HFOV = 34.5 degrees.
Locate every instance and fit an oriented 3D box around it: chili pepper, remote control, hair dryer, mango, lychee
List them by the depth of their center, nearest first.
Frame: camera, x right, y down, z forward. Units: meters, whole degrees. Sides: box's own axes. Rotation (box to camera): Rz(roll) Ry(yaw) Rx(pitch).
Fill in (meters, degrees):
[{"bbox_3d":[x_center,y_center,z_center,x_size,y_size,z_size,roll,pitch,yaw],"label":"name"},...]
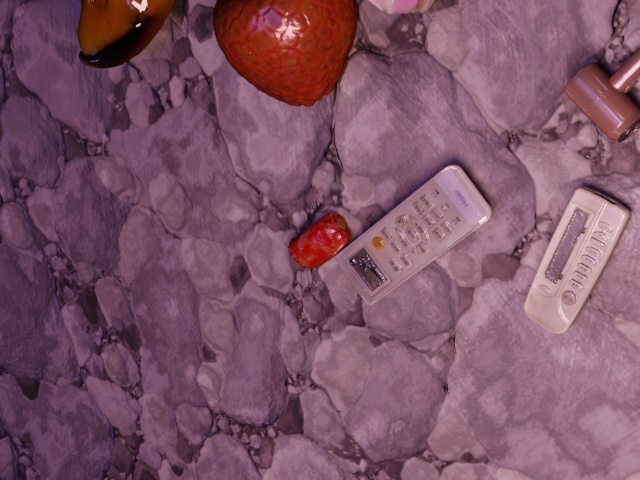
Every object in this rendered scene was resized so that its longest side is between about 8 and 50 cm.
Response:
[{"bbox_3d":[0.449,-0.239,1.469,0.117,0.064,0.182,50,119,15],"label":"hair dryer"},{"bbox_3d":[0.390,0.032,1.577,0.090,0.049,0.230,34,119,26],"label":"remote control"},{"bbox_3d":[-0.063,-0.365,1.697,0.255,0.255,0.300,-15,123,38],"label":"lychee"},{"bbox_3d":[0.156,-0.009,1.742,0.313,0.055,0.109,-40,84,40],"label":"remote control"},{"bbox_3d":[0.000,0.000,1.847,0.123,0.070,0.073,-38,59,38],"label":"chili pepper"},{"bbox_3d":[-0.371,-0.464,1.957,0.201,0.152,0.287,51,125,11],"label":"mango"}]

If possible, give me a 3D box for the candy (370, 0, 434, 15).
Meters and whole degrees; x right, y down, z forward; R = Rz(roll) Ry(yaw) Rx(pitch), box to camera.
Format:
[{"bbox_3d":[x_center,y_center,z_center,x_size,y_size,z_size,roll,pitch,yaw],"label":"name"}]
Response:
[{"bbox_3d":[0.078,-0.473,1.621,0.265,0.155,0.116,49,123,18],"label":"candy"}]
